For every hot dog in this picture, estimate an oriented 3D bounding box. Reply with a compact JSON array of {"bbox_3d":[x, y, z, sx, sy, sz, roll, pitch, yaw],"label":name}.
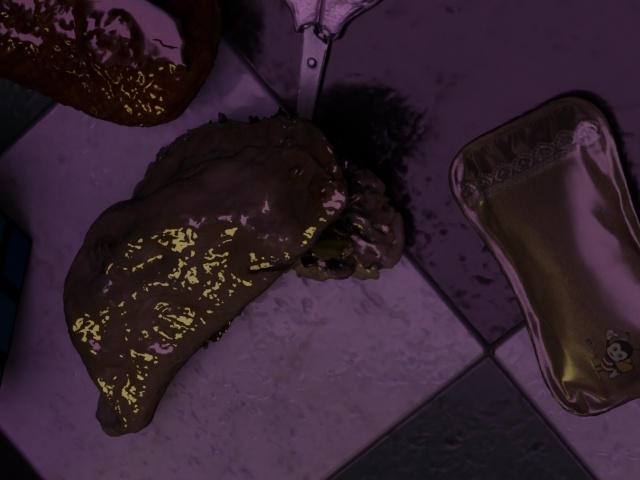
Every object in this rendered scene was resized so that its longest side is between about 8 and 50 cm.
[{"bbox_3d":[-0.175,-0.170,1.205,0.227,0.099,0.160,29,107,5],"label":"hot dog"}]

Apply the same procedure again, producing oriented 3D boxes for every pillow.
[{"bbox_3d":[0.180,0.014,1.183,0.130,0.033,0.217,-25,89,28],"label":"pillow"}]

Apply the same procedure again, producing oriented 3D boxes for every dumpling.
[{"bbox_3d":[-0.112,0.002,1.198,0.332,0.086,0.166,-46,63,36],"label":"dumpling"}]

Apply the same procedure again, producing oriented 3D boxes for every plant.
[{"bbox_3d":[0.000,0.000,1.191,0.116,0.122,0.104,-25,107,11],"label":"plant"}]

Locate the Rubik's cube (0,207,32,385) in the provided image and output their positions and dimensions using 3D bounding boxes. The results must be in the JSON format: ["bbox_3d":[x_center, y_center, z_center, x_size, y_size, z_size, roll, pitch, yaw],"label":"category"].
[{"bbox_3d":[-0.325,0.038,1.225,0.163,0.160,0.162,2,70,12],"label":"Rubik's cube"}]

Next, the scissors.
[{"bbox_3d":[-0.005,-0.139,1.214,0.100,0.015,0.189,12,105,9],"label":"scissors"}]
